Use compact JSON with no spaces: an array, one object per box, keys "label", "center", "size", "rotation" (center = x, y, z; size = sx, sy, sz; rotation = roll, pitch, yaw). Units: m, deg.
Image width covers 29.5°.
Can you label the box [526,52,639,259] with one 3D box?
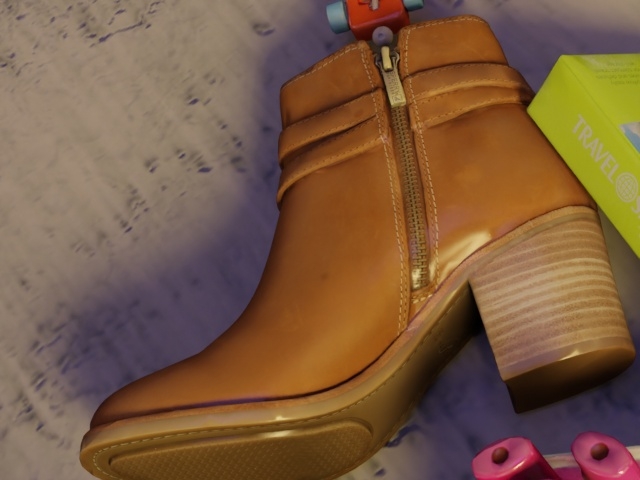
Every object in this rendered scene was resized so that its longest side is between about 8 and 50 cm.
[{"label":"box","center":[0.191,-0.019,0.590],"size":[0.109,0.042,0.178],"rotation":[-7,52,-32]}]

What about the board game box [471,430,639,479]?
[{"label":"board game box","center":[0.205,0.207,0.326],"size":[0.390,0.050,0.390],"rotation":[-13,47,29]}]

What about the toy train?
[{"label":"toy train","center":[0.082,-0.177,0.738],"size":[0.166,0.046,0.125],"rotation":[-18,61,12]}]

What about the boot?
[{"label":"boot","center":[0.000,0.000,0.632],"size":[0.283,0.109,0.220],"rotation":[-19,61,5]}]
